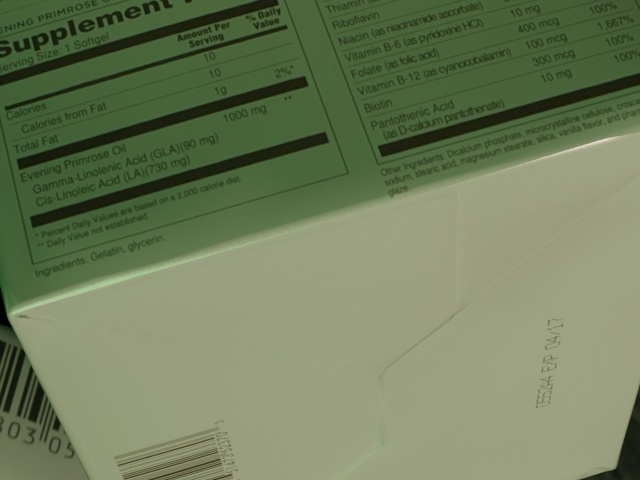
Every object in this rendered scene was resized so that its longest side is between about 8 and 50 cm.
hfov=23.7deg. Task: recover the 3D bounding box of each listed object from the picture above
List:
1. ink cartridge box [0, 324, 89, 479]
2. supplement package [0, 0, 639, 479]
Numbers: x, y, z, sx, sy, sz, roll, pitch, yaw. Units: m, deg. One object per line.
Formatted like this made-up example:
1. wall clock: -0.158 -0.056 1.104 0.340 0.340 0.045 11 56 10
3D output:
1. ink cartridge box: -0.146 0.194 0.864 0.308 0.091 0.385 23 145 -20
2. supplement package: 0.000 0.000 0.547 0.204 0.145 0.262 -16 149 -6
